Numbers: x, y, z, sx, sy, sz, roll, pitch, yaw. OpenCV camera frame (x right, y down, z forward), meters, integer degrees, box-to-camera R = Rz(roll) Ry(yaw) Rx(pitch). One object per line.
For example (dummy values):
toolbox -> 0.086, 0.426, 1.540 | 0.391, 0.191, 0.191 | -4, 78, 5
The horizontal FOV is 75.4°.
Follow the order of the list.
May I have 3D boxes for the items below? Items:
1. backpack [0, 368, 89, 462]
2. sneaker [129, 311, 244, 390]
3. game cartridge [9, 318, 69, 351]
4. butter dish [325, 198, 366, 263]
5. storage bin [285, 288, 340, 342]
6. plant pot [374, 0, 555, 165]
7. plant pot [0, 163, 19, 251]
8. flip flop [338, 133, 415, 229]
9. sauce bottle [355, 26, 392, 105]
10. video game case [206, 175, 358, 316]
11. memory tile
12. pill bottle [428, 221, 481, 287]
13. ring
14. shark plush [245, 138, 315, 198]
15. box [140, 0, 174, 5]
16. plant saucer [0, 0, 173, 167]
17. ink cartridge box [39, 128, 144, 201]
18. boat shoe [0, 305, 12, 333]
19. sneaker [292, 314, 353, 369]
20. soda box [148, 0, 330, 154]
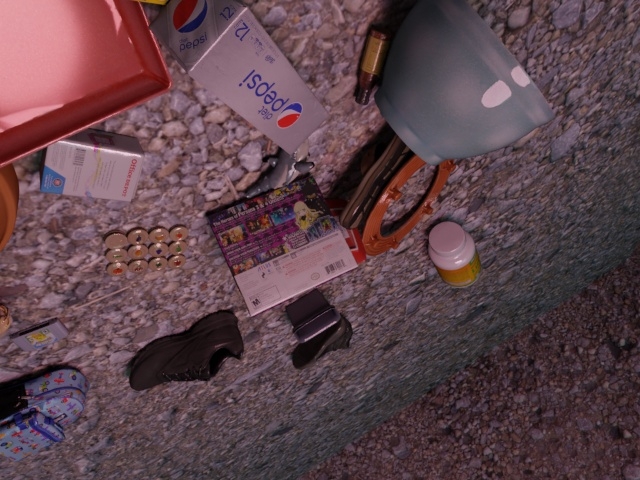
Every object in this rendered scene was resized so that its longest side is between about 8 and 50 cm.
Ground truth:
backpack -> -0.578, 0.355, 0.867 | 0.173, 0.117, 0.158 | -20, 141, -24
sneaker -> -0.315, 0.285, 0.983 | 0.286, 0.130, 0.109 | -29, 144, -6
game cartridge -> -0.537, 0.183, 0.797 | 0.083, 0.017, 0.056 | -22, 144, -17
butter dish -> 0.000, 0.000, 0.929 | 0.159, 0.160, 0.118 | -8, 160, -31
storage bin -> -0.026, 0.206, 1.151 | 0.135, 0.091, 0.098 | -30, 142, -5
plant pot -> 0.218, -0.254, 0.710 | 0.292, 0.293, 0.196 | 15, 134, -46
plant pot -> -0.511, -0.008, 0.458 | 0.290, 0.204, 0.291 | -20, 139, -19
flip flop -> 0.118, -0.149, 0.881 | 0.277, 0.080, 0.112 | -54, 151, 3
sauce bottle -> 0.090, -0.306, 0.735 | 0.042, 0.042, 0.128 | -11, 139, -28
video game case -> -0.073, 0.007, 0.813 | 0.231, 0.211, 0.042 | -24, 171, -15
memory tile -> -0.326, 0.020, 0.786 | 0.147, 0.012, 0.113 | -7, 134, -32
pill bottle -> 0.409, 0.042, 1.272 | 0.136, 0.136, 0.246 | -39, 143, 4
ring -> 0.222, -0.092, 0.996 | 0.336, 0.032, 0.337 | -37, 153, -23
shark plush -> -0.081, -0.141, 0.792 | 0.161, 0.073, 0.067 | -34, 120, 23
box -> -0.176, -0.302, 0.473 | 0.168, 0.059, 0.054 | -26, 142, -47
plant saucer -> -0.327, -0.239, 0.450 | 0.259, 0.047, 0.259 | -34, 144, -20
ink cartridge box -> -0.333, -0.112, 0.607 | 0.122, 0.052, 0.089 | 5, 127, -39
boat shoe -> -0.555, 0.134, 0.697 | 0.059, 0.063, 0.170 | 6, 136, -44
sneaker -> 0.017, 0.339, 1.329 | 0.227, 0.087, 0.130 | -47, 135, 5
soda box -> -0.089, -0.222, 0.573 | 0.098, 0.091, 0.286 | -43, 162, 10
